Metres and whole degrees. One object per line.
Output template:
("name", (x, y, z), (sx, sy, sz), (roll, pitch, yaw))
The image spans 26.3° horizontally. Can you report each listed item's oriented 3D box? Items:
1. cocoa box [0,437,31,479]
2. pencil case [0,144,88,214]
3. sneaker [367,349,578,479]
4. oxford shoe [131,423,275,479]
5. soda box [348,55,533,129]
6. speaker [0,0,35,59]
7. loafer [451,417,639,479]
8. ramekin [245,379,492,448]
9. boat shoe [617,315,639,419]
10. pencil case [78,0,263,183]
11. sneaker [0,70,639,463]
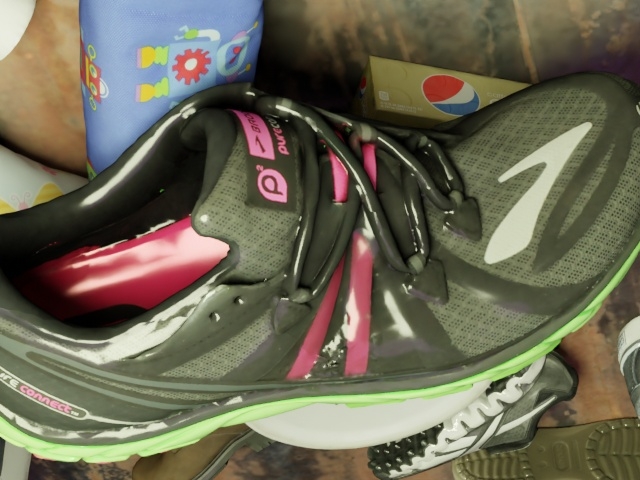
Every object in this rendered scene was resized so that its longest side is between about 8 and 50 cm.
("cocoa box", (-0.452, 0.205, 1.147), (0.347, 0.231, 0.228), (-13, 136, 9))
("pencil case", (-0.233, -0.013, 1.017), (0.273, 0.114, 0.124), (22, 173, -27))
("sneaker", (0.146, 0.169, 1.270), (0.106, 0.078, 0.234), (30, 126, -28))
("oxford shoe", (-0.112, 0.164, 1.259), (0.096, 0.083, 0.227), (40, 123, -16))
("soda box", (0.116, -0.081, 1.005), (0.181, 0.061, 0.058), (8, 136, -13))
("speaker", (-0.254, -0.170, 0.884), (0.136, 0.055, 0.055), (29, 128, -30))
("loafer", (0.263, 0.237, 1.346), (0.268, 0.102, 0.092), (3, 139, 6))
("ramekin", (0.028, 0.057, 1.079), (0.272, 0.127, 0.273), (-8, 142, -6))
("boat shoe", (0.414, 0.094, 1.191), (0.301, 0.102, 0.108), (-13, 137, 10))
("pencil case", (-0.094, -0.130, 0.896), (0.133, 0.119, 0.306), (-15, 141, -20))
("sneaker", (0.000, 0.000, 0.849), (0.482, 0.185, 0.202), (-20, 145, -7))
